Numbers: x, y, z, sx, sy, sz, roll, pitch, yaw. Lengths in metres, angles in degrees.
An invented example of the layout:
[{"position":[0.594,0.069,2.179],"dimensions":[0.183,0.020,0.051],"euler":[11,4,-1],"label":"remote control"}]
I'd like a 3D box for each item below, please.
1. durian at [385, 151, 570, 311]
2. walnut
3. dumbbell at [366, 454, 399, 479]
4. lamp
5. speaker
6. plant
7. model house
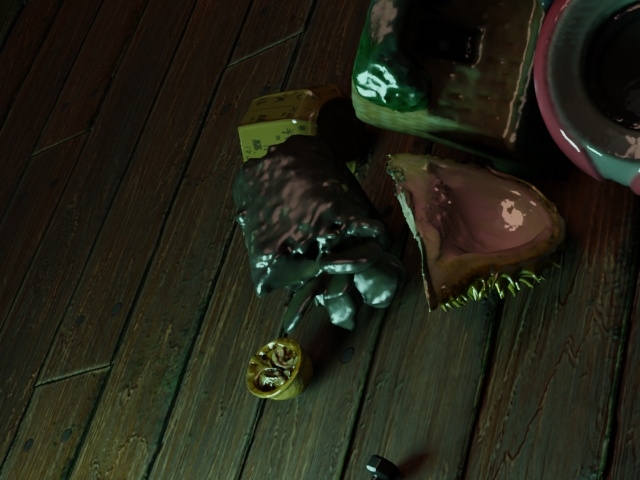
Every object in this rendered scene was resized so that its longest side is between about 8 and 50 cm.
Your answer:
[{"position":[0.207,-0.006,1.915],"dimensions":[0.196,0.185,0.305],"euler":[-16,29,2],"label":"durian"},{"position":[-0.049,0.183,2.105],"dimensions":[0.091,0.052,0.121],"euler":[-57,30,-12],"label":"walnut"},{"position":[0.060,0.300,1.853],"dimensions":[0.083,0.040,0.036],"euler":[-57,-1,-14],"label":"dumbbell"},{"position":[-0.028,-0.159,2.369],"dimensions":[0.185,0.161,0.161],"euler":[-6,51,47],"label":"lamp"},{"position":[0.396,-0.192,1.756],"dimensions":[0.294,0.294,0.294],"euler":[-32,34,25],"label":"speaker"},{"position":[0.000,0.000,2.123],"dimensions":[0.199,0.188,0.276],"euler":[-34,52,11],"label":"plant"},{"position":[0.250,-0.297,1.985],"dimensions":[0.334,0.343,0.382],"euler":[56,-129,-85],"label":"model house"}]
